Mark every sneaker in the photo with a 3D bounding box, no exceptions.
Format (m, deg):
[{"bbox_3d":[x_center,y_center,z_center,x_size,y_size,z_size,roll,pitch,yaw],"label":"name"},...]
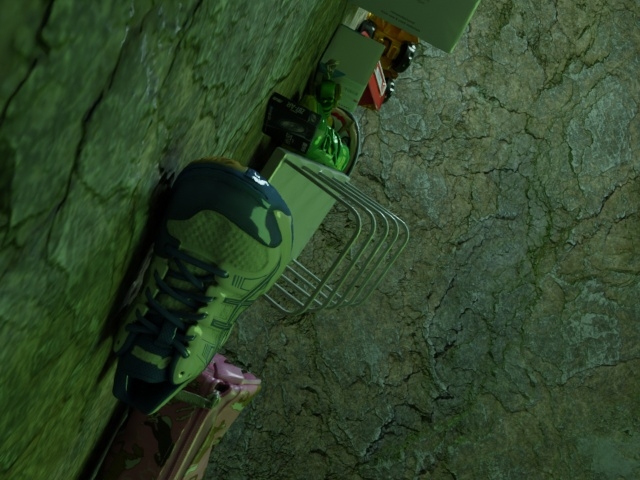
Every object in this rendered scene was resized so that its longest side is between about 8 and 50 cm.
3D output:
[{"bbox_3d":[-0.110,0.059,0.538,0.131,0.112,0.296,-64,-179,-41],"label":"sneaker"},{"bbox_3d":[-0.003,-0.172,1.093,0.109,0.124,0.295,-63,-179,2],"label":"sneaker"}]

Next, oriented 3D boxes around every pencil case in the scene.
[{"bbox_3d":[-0.229,0.324,0.829,0.385,0.160,0.167,-63,157,-11],"label":"pencil case"}]

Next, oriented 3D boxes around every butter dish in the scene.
[{"bbox_3d":[0.071,-0.359,1.372,0.160,0.118,0.159,-68,141,-63],"label":"butter dish"}]

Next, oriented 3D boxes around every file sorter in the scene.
[{"bbox_3d":[0.000,0.000,0.984,0.192,0.173,0.278,-56,161,11],"label":"file sorter"}]

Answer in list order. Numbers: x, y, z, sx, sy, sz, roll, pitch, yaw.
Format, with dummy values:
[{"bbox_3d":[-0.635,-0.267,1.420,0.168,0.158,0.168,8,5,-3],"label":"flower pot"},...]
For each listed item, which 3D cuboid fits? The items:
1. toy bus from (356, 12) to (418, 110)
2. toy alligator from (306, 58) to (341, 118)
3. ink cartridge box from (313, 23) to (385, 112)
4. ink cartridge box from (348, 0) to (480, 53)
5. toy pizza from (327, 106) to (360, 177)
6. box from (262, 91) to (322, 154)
[{"bbox_3d":[0.130,-0.475,1.625,0.220,0.150,0.211,-60,-161,23],"label":"toy bus"},{"bbox_3d":[0.009,-0.251,1.095,0.189,0.056,0.051,129,-42,-78],"label":"toy alligator"},{"bbox_3d":[0.047,-0.311,1.162,0.089,0.092,0.143,-64,-177,-13],"label":"ink cartridge box"},{"bbox_3d":[0.202,-0.493,1.061,0.270,0.197,0.198,-62,-179,25],"label":"ink cartridge box"},{"bbox_3d":[-0.001,-0.182,1.280,0.201,0.032,0.201,-13,-109,43],"label":"toy pizza"},{"bbox_3d":[-0.038,-0.149,0.805,0.018,0.067,0.083,-64,-178,-20],"label":"box"}]
